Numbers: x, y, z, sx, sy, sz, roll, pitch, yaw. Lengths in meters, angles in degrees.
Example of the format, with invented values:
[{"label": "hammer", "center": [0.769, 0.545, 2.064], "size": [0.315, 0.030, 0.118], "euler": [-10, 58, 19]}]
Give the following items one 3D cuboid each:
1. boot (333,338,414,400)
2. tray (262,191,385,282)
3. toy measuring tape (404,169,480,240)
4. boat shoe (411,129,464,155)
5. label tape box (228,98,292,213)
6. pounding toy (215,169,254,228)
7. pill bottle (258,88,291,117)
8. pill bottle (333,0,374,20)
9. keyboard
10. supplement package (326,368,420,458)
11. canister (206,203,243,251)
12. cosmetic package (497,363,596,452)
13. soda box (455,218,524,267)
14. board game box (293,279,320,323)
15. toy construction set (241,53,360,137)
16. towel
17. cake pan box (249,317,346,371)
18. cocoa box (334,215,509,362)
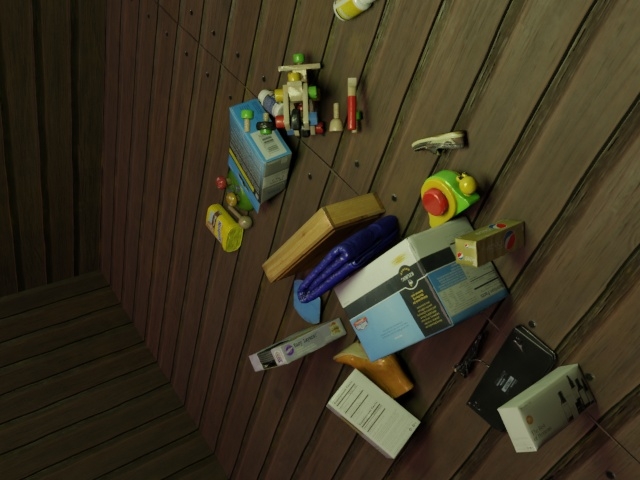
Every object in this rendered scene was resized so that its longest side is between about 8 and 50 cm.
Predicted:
[{"label": "boot", "center": [0.161, 0.412, 1.866], "size": [0.211, 0.104, 0.295], "euler": [56, 151, 4]}, {"label": "tray", "center": [0.000, 0.000, 1.808], "size": [0.411, 0.203, 0.076], "euler": [-42, 71, 51]}, {"label": "toy measuring tape", "center": [0.280, -0.090, 1.497], "size": [0.121, 0.121, 0.330], "euler": [65, 153, 10]}, {"label": "boat shoe", "center": [0.286, -0.233, 1.464], "size": [0.152, 0.056, 0.049], "euler": [-7, 94, 53]}, {"label": "label tape box", "center": [-0.214, -0.279, 2.030], "size": [0.240, 0.106, 0.333], "euler": [58, 159, 17]}, {"label": "pounding toy", "center": [-0.327, -0.167, 2.239], "size": [0.183, 0.110, 0.236], "euler": [40, 133, 36]}, {"label": "pill bottle", "center": [-0.148, -0.440, 1.929], "size": [0.120, 0.067, 0.067], "euler": [43, 135, 33]}, {"label": "pill bottle", "center": [0.092, -0.619, 1.545], "size": [0.116, 0.065, 0.065], "euler": [-8, 98, 54]}, {"label": "keyboard", "center": [0.448, 0.331, 1.514], "size": [0.201, 0.033, 0.317], "euler": [40, 132, 27]}, {"label": "supplement package", "center": [0.153, 0.519, 1.793], "size": [0.244, 0.134, 0.139], "euler": [38, 163, 11]}, {"label": "canister", "center": [-0.388, -0.054, 2.399], "size": [0.170, 0.073, 0.126], "euler": [45, 135, 34]}, {"label": "cosmetic package", "center": [0.493, 0.357, 1.291], "size": [0.060, 0.239, 0.098], "euler": [-36, 76, 53]}, {"label": "soda box", "center": [0.380, 0.004, 1.336], "size": [0.058, 0.181, 0.061], "euler": [11, 114, 50]}, {"label": "board game box", "center": [-0.037, 0.210, 2.091], "size": [0.133, 0.033, 0.168], "euler": [30, 132, 36]}, {"label": "toy construction set", "center": [-0.028, -0.421, 1.687], "size": [0.309, 0.257, 0.237], "euler": [3, 95, 31]}, {"label": "towel", "center": [0.084, 0.055, 1.614], "size": [0.076, 0.308, 0.227], "euler": [47, 125, 10]}, {"label": "cake pan box", "center": [-0.083, 0.355, 2.014], "size": [0.246, 0.267, 0.070], "euler": [-32, 81, 55]}, {"label": "cocoa box", "center": [0.246, 0.131, 1.521], "size": [0.347, 0.231, 0.227], "euler": [-41, 73, 52]}]
